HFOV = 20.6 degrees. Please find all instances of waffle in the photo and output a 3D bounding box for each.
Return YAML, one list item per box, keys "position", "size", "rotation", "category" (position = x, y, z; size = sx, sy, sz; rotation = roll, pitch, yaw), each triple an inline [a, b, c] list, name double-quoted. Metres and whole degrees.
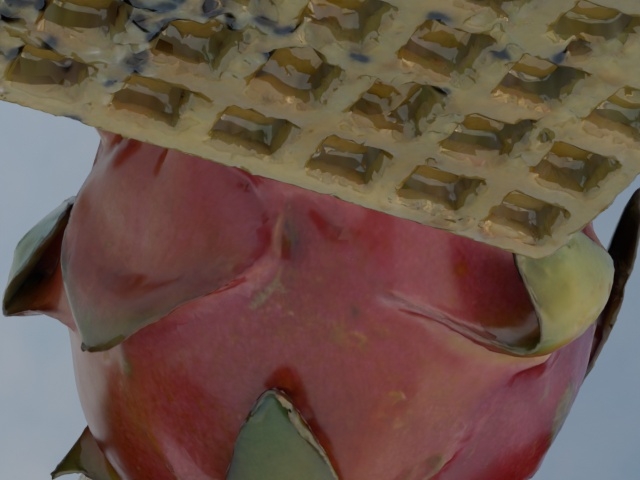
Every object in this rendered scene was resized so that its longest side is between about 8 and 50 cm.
- position: [0.008, -0.051, 0.360]
  size: [0.102, 0.148, 0.042]
  rotation: [-46, -146, 50]
  category: "waffle"

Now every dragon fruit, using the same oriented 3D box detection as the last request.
- position: [0.001, 0.004, 0.629]
  size: [0.224, 0.224, 0.227]
  rotation: [52, -43, 36]
  category: "dragon fruit"

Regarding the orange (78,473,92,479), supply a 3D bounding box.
- position: [-0.031, 0.207, 1.058]
  size: [0.274, 0.274, 0.274]
  rotation: [-11, -107, 39]
  category: "orange"
